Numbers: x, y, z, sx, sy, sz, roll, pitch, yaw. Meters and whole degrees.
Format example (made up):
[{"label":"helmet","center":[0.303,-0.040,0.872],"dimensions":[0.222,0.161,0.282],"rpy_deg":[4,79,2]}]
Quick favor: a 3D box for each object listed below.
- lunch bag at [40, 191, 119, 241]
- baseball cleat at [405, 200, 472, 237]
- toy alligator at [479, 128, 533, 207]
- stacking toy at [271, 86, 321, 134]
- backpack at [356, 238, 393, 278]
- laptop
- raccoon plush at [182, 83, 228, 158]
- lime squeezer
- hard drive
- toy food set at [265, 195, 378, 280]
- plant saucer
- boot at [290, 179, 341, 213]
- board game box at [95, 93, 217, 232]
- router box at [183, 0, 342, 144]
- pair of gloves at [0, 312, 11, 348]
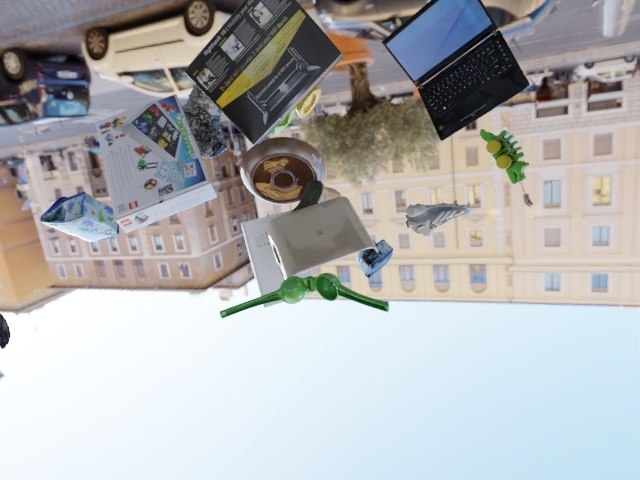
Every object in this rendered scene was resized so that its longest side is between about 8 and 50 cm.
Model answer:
[{"label":"lunch bag","center":[-0.630,-0.054,1.153],"dimensions":[0.151,0.096,0.129],"rpy_deg":[-17,152,18]},{"label":"baseball cleat","center":[0.354,-0.064,1.321],"dimensions":[0.205,0.110,0.072],"rpy_deg":[-1,-170,-5]},{"label":"toy alligator","center":[0.389,-0.158,0.875],"dimensions":[0.056,0.190,0.051],"rpy_deg":[-12,159,-47]},{"label":"stacking toy","center":[-0.107,-0.514,1.430],"dimensions":[0.279,0.130,0.309],"rpy_deg":[-47,173,-30]},{"label":"backpack","center":[0.174,0.047,1.408],"dimensions":[0.114,0.084,0.105],"rpy_deg":[-35,159,-19]},{"label":"laptop","center":[0.315,-0.423,1.044],"dimensions":[0.234,0.265,0.136],"rpy_deg":[-30,159,34]},{"label":"raccoon plush","center":[-0.511,-0.452,1.559],"dimensions":[0.446,0.299,0.216],"rpy_deg":[-14,-146,-20]},{"label":"lime squeezer","center":[-0.026,0.108,0.814],"dimensions":[0.310,0.059,0.110],"rpy_deg":[-4,-140,12]},{"label":"hard drive","center":[-0.146,0.062,1.561],"dimensions":[0.202,0.308,0.040],"rpy_deg":[-15,-178,-17]},{"label":"toy food set","center":[0.000,0.000,1.377],"dimensions":[0.305,0.092,0.220],"rpy_deg":[-19,-124,-9]},{"label":"plant saucer","center":[-0.133,-0.232,1.574],"dimensions":[0.310,0.311,0.050],"rpy_deg":[-7,-130,0]},{"label":"boot","center":[-0.013,-0.098,1.622],"dimensions":[0.089,0.236,0.269],"rpy_deg":[31,-176,16]},{"label":"board game box","center":[-0.356,-0.176,0.931],"dimensions":[0.192,0.053,0.305],"rpy_deg":[-22,-122,-8]},{"label":"router box","center":[-0.137,-0.429,1.066],"dimensions":[0.309,0.243,0.081],"rpy_deg":[-41,-172,15]},{"label":"pair of gloves","center":[-0.516,0.144,0.663],"dimensions":[0.083,0.074,0.010],"rpy_deg":[-28,170,-11]}]
